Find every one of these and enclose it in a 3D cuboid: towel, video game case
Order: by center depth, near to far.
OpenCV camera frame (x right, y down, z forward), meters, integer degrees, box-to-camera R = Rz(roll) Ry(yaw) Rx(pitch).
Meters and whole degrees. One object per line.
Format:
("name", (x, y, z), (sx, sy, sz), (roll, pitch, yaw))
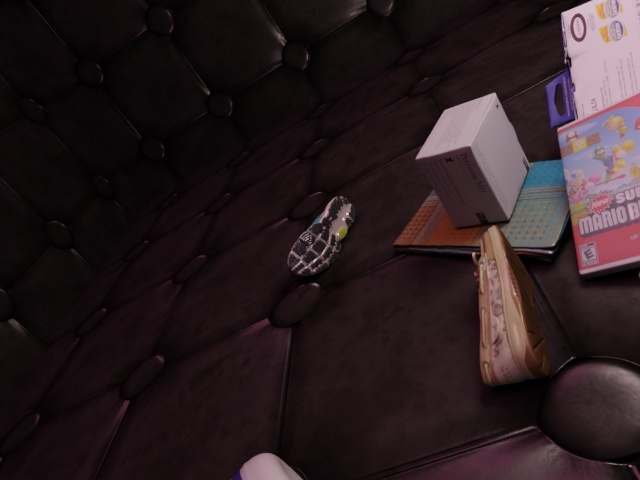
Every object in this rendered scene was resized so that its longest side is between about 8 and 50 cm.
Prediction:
("video game case", (0.482, -0.098, 0.757), (0.204, 0.025, 0.286), (-25, 50, 46))
("towel", (0.352, -0.065, 1.019), (0.370, 0.040, 0.271), (1, 44, 53))

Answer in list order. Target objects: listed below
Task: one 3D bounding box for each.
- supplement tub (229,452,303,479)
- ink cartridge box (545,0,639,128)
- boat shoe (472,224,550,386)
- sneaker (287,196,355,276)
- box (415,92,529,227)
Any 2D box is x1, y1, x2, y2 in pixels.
("supplement tub", (-0.096, 0.424, 0.503), (0.331, 0.241, 0.241), (-43, 27, -16))
("ink cartridge box", (0.597, -0.313, 0.870), (0.395, 0.151, 0.270), (-11, 74, 38))
("boat shoe", (0.276, 0.089, 0.770), (0.089, 0.104, 0.285), (-29, 30, 31))
("sneaker", (0.000, 0.000, 1.295), (0.110, 0.107, 0.275), (-35, 13, 51))
("box", (0.304, -0.154, 0.971), (0.119, 0.181, 0.182), (-10, 36, 45))
